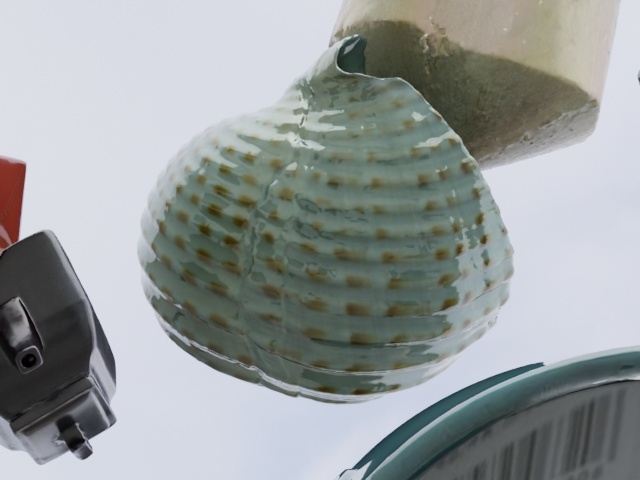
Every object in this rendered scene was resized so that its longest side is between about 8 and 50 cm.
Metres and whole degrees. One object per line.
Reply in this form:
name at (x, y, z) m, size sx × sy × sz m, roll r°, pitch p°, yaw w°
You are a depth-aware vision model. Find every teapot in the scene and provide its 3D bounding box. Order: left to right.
teapot at (-0.145, 0.070, 1.027) m, size 0.096 × 0.087 × 0.177 m, roll 57°, pitch -9°, yaw 18°

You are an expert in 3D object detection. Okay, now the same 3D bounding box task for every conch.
conch at (-0.009, 0.013, 1.602) m, size 0.303 × 0.215 × 0.319 m, roll 31°, pitch -33°, yaw 14°

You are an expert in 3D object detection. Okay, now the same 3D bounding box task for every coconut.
coconut at (0.127, -0.172, 1.642) m, size 0.239 × 0.244 × 0.239 m, roll 13°, pitch -17°, yaw 4°

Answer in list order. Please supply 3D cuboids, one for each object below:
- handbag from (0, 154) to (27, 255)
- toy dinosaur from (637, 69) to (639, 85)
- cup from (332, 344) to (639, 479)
handbag at (-0.340, -0.012, 1.358) m, size 0.171 × 0.298 × 0.151 m, roll 3°, pitch -97°, yaw 21°
toy dinosaur at (0.184, -0.077, 0.502) m, size 0.383 × 0.076 × 0.129 m, roll 4°, pitch -58°, yaw 64°
cup at (0.064, 0.102, 0.430) m, size 0.167 × 0.300 × 0.173 m, roll 27°, pitch -5°, yaw -2°
